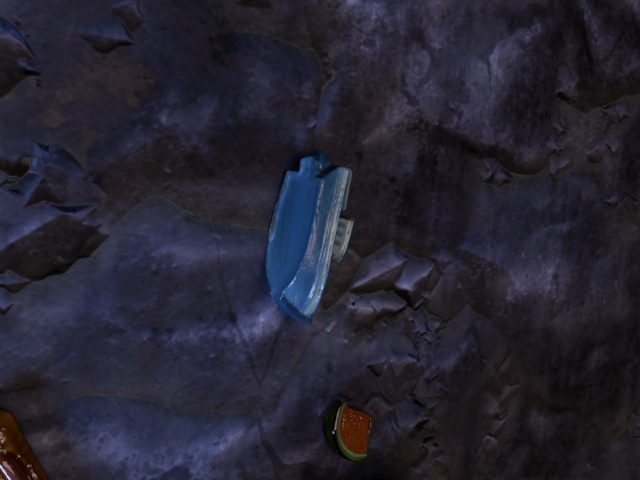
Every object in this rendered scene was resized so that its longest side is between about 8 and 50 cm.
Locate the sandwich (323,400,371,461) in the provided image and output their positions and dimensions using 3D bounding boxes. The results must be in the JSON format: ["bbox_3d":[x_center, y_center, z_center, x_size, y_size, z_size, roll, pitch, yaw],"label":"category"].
[{"bbox_3d":[0.040,0.271,1.125,0.101,0.026,0.069,36,75,-37],"label":"sandwich"}]

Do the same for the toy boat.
[{"bbox_3d":[0.000,0.000,1.005,0.102,0.088,0.215,13,91,-39],"label":"toy boat"}]

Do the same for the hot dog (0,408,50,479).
[{"bbox_3d":[-0.322,0.280,0.867,0.066,0.047,0.216,-28,114,-24],"label":"hot dog"}]
